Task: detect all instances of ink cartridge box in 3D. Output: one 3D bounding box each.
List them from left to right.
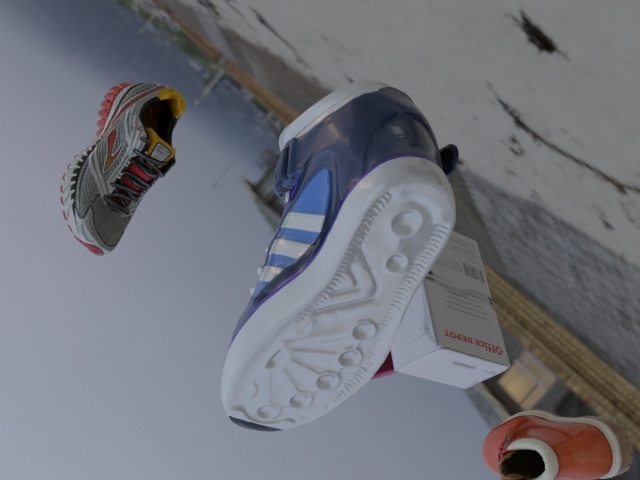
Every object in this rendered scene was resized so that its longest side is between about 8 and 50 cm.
[{"bbox_3d":[0.149,0.078,1.154,0.140,0.082,0.190,20,-131,-38],"label":"ink cartridge box"}]

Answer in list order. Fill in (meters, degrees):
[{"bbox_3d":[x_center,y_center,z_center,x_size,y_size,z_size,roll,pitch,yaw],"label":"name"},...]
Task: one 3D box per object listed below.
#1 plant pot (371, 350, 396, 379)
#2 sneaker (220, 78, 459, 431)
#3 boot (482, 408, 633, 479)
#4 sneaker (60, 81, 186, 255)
[{"bbox_3d":[0.038,0.090,1.260,0.201,0.201,0.180,32,-138,-60],"label":"plant pot"},{"bbox_3d":[0.000,0.000,0.872,0.130,0.322,0.236,20,-151,-24],"label":"sneaker"},{"bbox_3d":[0.165,0.172,0.736,0.158,0.085,0.059,-30,70,62],"label":"boot"},{"bbox_3d":[-0.218,-0.088,1.024,0.093,0.225,0.088,-1,153,31],"label":"sneaker"}]
